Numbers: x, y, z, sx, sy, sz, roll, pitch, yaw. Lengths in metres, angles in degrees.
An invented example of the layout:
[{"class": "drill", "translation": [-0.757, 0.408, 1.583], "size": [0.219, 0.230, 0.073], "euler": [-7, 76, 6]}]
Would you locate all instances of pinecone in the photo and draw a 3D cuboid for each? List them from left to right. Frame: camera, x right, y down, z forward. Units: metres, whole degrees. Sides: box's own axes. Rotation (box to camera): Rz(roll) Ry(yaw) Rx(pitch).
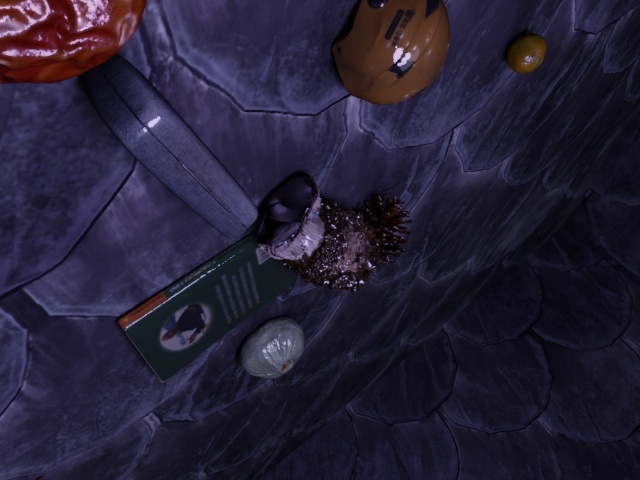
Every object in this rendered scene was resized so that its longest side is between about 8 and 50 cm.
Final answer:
[{"class": "pinecone", "translation": [0.145, -0.032, 1.330], "size": [0.165, 0.163, 0.163], "euler": [-57, 153, 2]}]

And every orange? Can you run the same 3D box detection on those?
[{"class": "orange", "translation": [0.476, -0.433, 1.281], "size": [0.095, 0.085, 0.085], "euler": [-53, 153, 5]}]

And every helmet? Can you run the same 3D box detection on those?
[{"class": "helmet", "translation": [0.138, -0.319, 0.921], "size": [0.224, 0.130, 0.198], "euler": [-49, 157, 7]}]

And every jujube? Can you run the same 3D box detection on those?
[{"class": "jujube", "translation": [-0.271, -0.209, 0.455], "size": [0.250, 0.174, 0.174], "euler": [-27, 149, -39]}]

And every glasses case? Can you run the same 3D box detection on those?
[{"class": "glasses case", "translation": [-0.188, -0.110, 0.759], "size": [0.074, 0.131, 0.323], "euler": [-42, 154, -3]}]

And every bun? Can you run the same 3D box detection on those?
[{"class": "bun", "translation": [-0.119, 0.296, 1.478], "size": [0.195, 0.118, 0.195], "euler": [-37, 156, -19]}]

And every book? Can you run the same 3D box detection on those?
[{"class": "book", "translation": [-0.220, 0.127, 1.173], "size": [0.371, 0.043, 0.260], "euler": [-34, 150, -21]}]

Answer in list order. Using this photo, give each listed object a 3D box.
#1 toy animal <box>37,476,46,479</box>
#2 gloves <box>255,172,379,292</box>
[{"class": "toy animal", "translation": [-0.660, 0.600, 1.205], "size": [0.158, 0.097, 0.312], "euler": [-13, 145, -27]}, {"class": "gloves", "translation": [0.006, -0.004, 1.144], "size": [0.135, 0.210, 0.312], "euler": [-16, 140, 32]}]
